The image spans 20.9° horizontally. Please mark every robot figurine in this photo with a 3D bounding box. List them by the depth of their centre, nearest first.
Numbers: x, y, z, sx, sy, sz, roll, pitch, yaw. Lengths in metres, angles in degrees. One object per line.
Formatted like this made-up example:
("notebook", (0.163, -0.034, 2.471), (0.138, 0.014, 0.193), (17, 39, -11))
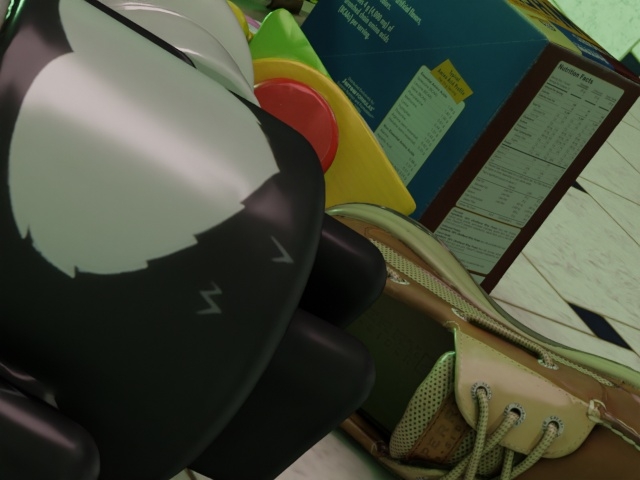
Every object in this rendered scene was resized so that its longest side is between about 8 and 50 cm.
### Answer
("robot figurine", (-0.108, -0.008, 0.693), (0.278, 0.173, 0.209), (30, 2, -19))

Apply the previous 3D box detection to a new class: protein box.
("protein box", (0.088, -0.105, 1.292), (0.136, 0.201, 0.200), (16, 26, -49))

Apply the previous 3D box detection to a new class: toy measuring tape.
("toy measuring tape", (0.000, 0.000, 1.059), (0.330, 0.121, 0.121), (58, 19, 2))

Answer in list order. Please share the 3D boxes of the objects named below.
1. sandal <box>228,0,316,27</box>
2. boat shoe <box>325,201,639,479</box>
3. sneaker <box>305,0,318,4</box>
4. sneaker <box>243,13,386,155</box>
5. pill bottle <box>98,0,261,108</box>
("sandal", (-0.056, -0.239, 1.574), (0.303, 0.086, 0.120), (12, 28, -52))
("boat shoe", (0.080, 0.097, 0.909), (0.324, 0.122, 0.120), (35, 20, 25))
("sneaker", (-0.012, -0.268, 1.802), (0.235, 0.084, 0.097), (36, 41, 2))
("sneaker", (-0.039, -0.095, 1.192), (0.252, 0.103, 0.111), (43, 20, 20))
("pill bottle", (-0.128, -0.104, 0.942), (0.160, 0.160, 0.283), (26, 19, -31))
